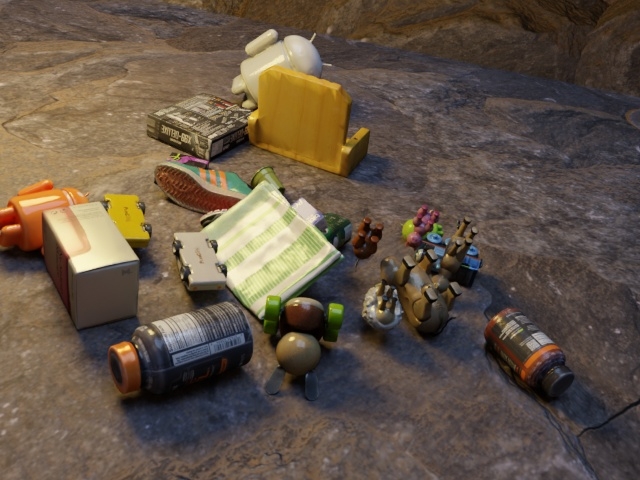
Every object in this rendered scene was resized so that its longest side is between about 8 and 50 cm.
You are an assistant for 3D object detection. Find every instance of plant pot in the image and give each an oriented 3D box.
[{"bbox_3d":[-0.143,-0.155,1.828,0.083,0.083,0.079,-21,58,-41],"label":"plant pot"}]

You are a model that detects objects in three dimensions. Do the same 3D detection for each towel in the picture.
[{"bbox_3d":[-0.130,0.016,1.485,0.248,0.038,0.325,-40,53,-9],"label":"towel"}]

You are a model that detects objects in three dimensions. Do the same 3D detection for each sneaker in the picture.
[{"bbox_3d":[-0.222,-0.041,1.627,0.170,0.075,0.063,-7,-7,4],"label":"sneaker"},{"bbox_3d":[-0.292,-0.139,1.724,0.302,0.108,0.121,24,33,3],"label":"sneaker"}]

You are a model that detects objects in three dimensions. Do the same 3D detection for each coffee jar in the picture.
[{"bbox_3d":[0.000,0.000,1.627,0.096,0.079,0.184,19,32,25],"label":"coffee jar"}]

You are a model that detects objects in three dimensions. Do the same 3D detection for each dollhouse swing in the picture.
[{"bbox_3d":[-0.019,-0.417,2.055,0.346,0.305,0.315,20,33,13],"label":"dollhouse swing"}]

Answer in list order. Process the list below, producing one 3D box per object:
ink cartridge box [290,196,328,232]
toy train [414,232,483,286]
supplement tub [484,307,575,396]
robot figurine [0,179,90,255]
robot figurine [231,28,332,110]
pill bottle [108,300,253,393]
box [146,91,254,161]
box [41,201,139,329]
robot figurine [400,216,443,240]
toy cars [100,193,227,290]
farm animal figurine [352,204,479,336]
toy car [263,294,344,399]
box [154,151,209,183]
[{"bbox_3d":[-0.091,-0.006,1.540,0.207,0.046,0.097,-39,52,-10],"label":"ink cartridge box"},{"bbox_3d":[0.332,0.047,1.678,0.184,0.080,0.105,19,39,9],"label":"toy train"},{"bbox_3d":[0.453,0.244,1.392,0.106,0.106,0.198,-7,38,-28],"label":"supplement tub"},{"bbox_3d":[-0.612,-0.051,1.446,0.219,0.128,0.158,-16,36,-38],"label":"robot figurine"},{"bbox_3d":[-0.144,-0.596,2.290,0.353,0.300,0.200,-25,35,13],"label":"robot figurine"},{"bbox_3d":[-0.258,0.202,1.183,0.245,0.130,0.130,-13,41,-35],"label":"pill bottle"},{"bbox_3d":[-0.368,-0.375,2.077,0.242,0.077,0.307,23,34,16],"label":"box"},{"bbox_3d":[-0.477,0.046,1.327,0.126,0.149,0.232,-12,40,-33],"label":"box"},{"bbox_3d":[0.278,-0.023,1.773,0.115,0.067,0.101,7,45,-9],"label":"robot figurine"},{"bbox_3d":[-0.367,0.018,1.474,0.393,0.087,0.176,27,33,15],"label":"toy cars"},{"bbox_3d":[0.228,0.084,1.514,0.330,0.172,0.327,2,48,-15],"label":"farm animal figurine"},{"bbox_3d":[-0.043,0.219,1.273,0.155,0.149,0.188,8,61,-2],"label":"toy car"},{"bbox_3d":[-0.395,-0.198,1.840,0.116,0.029,0.162,12,34,-1],"label":"box"}]
